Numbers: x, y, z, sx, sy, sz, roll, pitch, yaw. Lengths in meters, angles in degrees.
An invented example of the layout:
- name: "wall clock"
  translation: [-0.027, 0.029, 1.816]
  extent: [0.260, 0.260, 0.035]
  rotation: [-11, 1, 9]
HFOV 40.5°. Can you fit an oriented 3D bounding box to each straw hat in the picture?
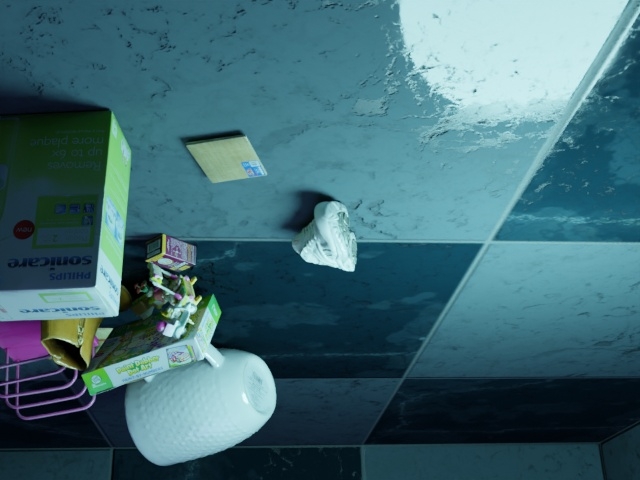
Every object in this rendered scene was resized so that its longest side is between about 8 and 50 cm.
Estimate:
- name: "straw hat"
  translation: [-0.544, 0.271, 2.179]
  extent: [0.145, 0.061, 0.144]
  rotation: [-1, 155, 0]

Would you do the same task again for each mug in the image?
- name: "mug"
  translation: [-0.319, 0.384, 2.248]
  extent: [0.328, 0.276, 0.374]
  rotation: [-19, 120, 22]

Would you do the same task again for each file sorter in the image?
- name: "file sorter"
  translation: [-0.627, 0.254, 1.913]
  extent: [0.202, 0.182, 0.290]
  rotation: [-11, 148, -3]

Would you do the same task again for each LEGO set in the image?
- name: "LEGO set"
  translation: [-0.340, 0.105, 1.786]
  extent: [0.107, 0.132, 0.287]
  rotation: [34, 170, -27]

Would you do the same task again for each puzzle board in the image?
- name: "puzzle board"
  translation: [-0.148, -0.131, 1.385]
  extent: [0.097, 0.011, 0.128]
  rotation: [-8, 155, 10]

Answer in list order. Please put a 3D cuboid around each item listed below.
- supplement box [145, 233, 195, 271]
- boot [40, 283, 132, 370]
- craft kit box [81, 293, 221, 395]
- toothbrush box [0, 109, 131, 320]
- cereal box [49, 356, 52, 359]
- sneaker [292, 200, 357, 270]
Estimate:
- name: "supplement box"
  translation: [-0.290, 0.025, 1.678]
  extent: [0.055, 0.043, 0.083]
  rotation: [-24, 148, 37]
- name: "boot"
  translation: [-0.481, 0.168, 1.768]
  extent: [0.104, 0.211, 0.295]
  rotation: [-18, 151, 15]
- name: "craft kit box"
  translation: [-0.344, 0.213, 1.807]
  extent: [0.247, 0.060, 0.250]
  rotation: [-16, -164, 6]
- name: "toothbrush box"
  translation: [-0.396, -0.036, 1.251]
  extent: [0.206, 0.283, 0.122]
  rotation: [-2, 156, 2]
- name: "cereal box"
  translation: [-0.697, 0.220, 2.074]
  extent: [0.173, 0.047, 0.240]
  rotation: [-21, 148, 33]
- name: "sneaker"
  translation: [0.000, 0.000, 1.594]
  extent: [0.115, 0.090, 0.232]
  rotation: [-2, 155, 9]
